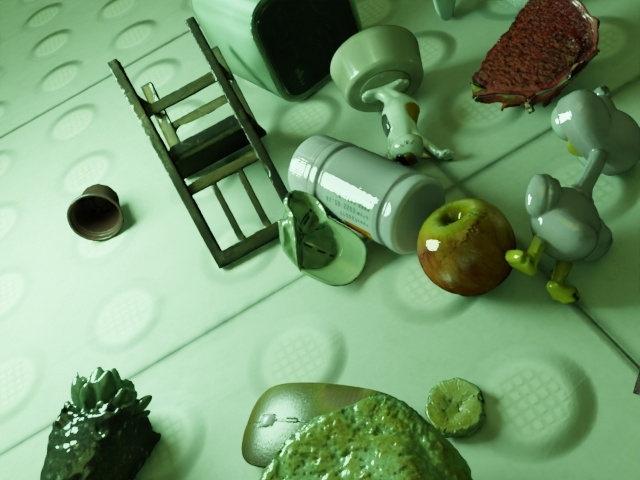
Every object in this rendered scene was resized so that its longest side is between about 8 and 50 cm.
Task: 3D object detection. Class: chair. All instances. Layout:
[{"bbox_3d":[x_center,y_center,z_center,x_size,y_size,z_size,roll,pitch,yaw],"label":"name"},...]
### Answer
[{"bbox_3d":[-0.200,-0.176,1.258,0.203,0.416,0.240,-28,2,-1],"label":"chair"}]

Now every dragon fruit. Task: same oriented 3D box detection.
[{"bbox_3d":[0.389,-0.300,1.132,0.161,0.126,0.274,31,78,29],"label":"dragon fruit"}]

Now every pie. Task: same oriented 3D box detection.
[{"bbox_3d":[0.175,0.217,0.847,0.084,0.020,0.084,-12,46,13],"label":"pie"},{"bbox_3d":[0.046,0.321,0.734,0.257,0.105,0.274,39,74,23],"label":"pie"}]

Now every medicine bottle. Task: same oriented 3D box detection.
[{"bbox_3d":[0.071,-0.082,1.072,0.250,0.133,0.133,31,69,38],"label":"medicine bottle"}]

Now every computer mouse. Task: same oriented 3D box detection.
[{"bbox_3d":[0.003,0.256,0.869,0.245,0.056,0.125,0,51,26],"label":"computer mouse"}]

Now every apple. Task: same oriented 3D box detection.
[{"bbox_3d":[0.212,0.014,0.937,0.147,0.146,0.146,-13,48,14],"label":"apple"}]

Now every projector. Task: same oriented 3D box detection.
[{"bbox_3d":[-0.090,-0.476,1.400,0.249,0.248,0.249,-42,48,-14],"label":"projector"}]

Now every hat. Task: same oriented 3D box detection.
[{"bbox_3d":[0.003,0.001,1.064,0.166,0.081,0.122,25,88,19],"label":"hat"}]

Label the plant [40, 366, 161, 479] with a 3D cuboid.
[{"bbox_3d":[-0.314,0.284,0.938,0.132,0.129,0.194,-3,55,20],"label":"plant"}]

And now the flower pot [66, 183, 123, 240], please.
[{"bbox_3d":[-0.454,-0.066,1.328,0.111,0.111,0.089,-22,31,5],"label":"flower pot"}]

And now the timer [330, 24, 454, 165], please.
[{"bbox_3d":[0.136,-0.238,1.192,0.175,0.175,0.266,-20,65,7],"label":"timer"}]

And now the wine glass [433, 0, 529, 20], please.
[{"bbox_3d":[0.338,-0.534,1.323,0.197,0.165,0.164,2,53,30],"label":"wine glass"}]

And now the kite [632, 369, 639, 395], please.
[{"bbox_3d":[0.401,0.190,0.781,0.044,0.002,0.078,-4,50,21],"label":"kite"}]

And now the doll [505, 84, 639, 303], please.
[{"bbox_3d":[0.377,-0.091,0.934,0.094,0.160,0.365,-29,30,57],"label":"doll"}]
